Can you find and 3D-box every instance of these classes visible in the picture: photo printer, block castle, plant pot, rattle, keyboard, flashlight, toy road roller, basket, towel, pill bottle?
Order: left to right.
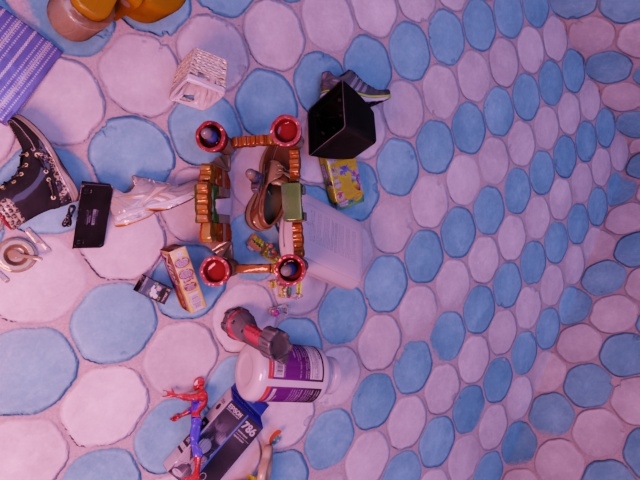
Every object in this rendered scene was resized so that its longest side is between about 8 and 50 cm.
[{"bbox_3d":[-0.817,-0.454,1.048,0.336,0.040,0.243,35,72,-32],"label":"towel"},{"bbox_3d":[-0.599,-0.063,1.175,0.108,0.023,0.180,-1,114,-47],"label":"keyboard"},{"bbox_3d":[-0.491,-0.617,1.153,0.240,0.202,0.330,32,74,-41],"label":"toy road roller"},{"bbox_3d":[-0.339,-0.446,1.281,0.113,0.167,0.103,12,80,-33],"label":"basket"},{"bbox_3d":[-0.189,-0.105,1.278,0.302,0.213,0.454,-2,91,7],"label":"block castle"},{"bbox_3d":[-0.214,0.718,1.508,0.130,0.142,0.200,44,49,-61],"label":"rattle"},{"bbox_3d":[-0.189,0.263,1.333,0.103,0.304,0.103,28,77,-30],"label":"flashlight"},{"bbox_3d":[-0.097,0.424,1.476,0.322,0.181,0.182,15,85,-33],"label":"pill bottle"},{"bbox_3d":[0.000,0.000,1.515,0.307,0.107,0.256,25,53,-32],"label":"photo printer"},{"bbox_3d":[0.080,-0.373,1.511,0.166,0.188,0.188,14,62,-34],"label":"plant pot"}]

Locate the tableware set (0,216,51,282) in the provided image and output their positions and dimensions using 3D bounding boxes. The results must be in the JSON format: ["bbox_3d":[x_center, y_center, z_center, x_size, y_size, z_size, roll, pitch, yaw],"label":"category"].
[{"bbox_3d":[-0.766,-0.005,1.098,0.128,0.039,0.194,-44,115,-23],"label":"tableware set"}]

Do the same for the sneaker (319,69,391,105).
[{"bbox_3d":[0.127,-0.534,1.613,0.299,0.111,0.122,-9,94,-34],"label":"sneaker"}]

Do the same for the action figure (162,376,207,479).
[{"bbox_3d":[-0.395,0.533,1.321,0.138,0.091,0.281,7,58,-10],"label":"action figure"}]

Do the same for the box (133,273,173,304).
[{"bbox_3d":[-0.468,0.137,1.287,0.083,0.062,0.052,34,73,-29],"label":"box"}]

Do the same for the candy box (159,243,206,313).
[{"bbox_3d":[-0.391,0.106,1.309,0.053,0.109,0.187,-25,106,-29],"label":"candy box"}]

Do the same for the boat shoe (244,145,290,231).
[{"bbox_3d":[-0.133,-0.180,1.453,0.122,0.119,0.324,20,82,-32],"label":"boat shoe"}]

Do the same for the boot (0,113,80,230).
[{"bbox_3d":[-0.711,-0.159,1.085,0.178,0.085,0.237,-42,118,-35],"label":"boot"}]

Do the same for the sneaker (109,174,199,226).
[{"bbox_3d":[-0.454,-0.135,1.264,0.262,0.099,0.121,-27,103,-30],"label":"sneaker"}]

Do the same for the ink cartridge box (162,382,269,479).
[{"bbox_3d":[-0.303,0.605,1.424,0.333,0.065,0.165,-48,115,-22],"label":"ink cartridge box"}]

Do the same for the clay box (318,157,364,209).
[{"bbox_3d":[0.074,-0.227,1.625,0.127,0.053,0.222,-21,104,-31],"label":"clay box"}]

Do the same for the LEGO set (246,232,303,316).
[{"bbox_3d":[-0.129,0.102,1.480,0.132,0.107,0.287,-23,105,-30],"label":"LEGO set"}]
